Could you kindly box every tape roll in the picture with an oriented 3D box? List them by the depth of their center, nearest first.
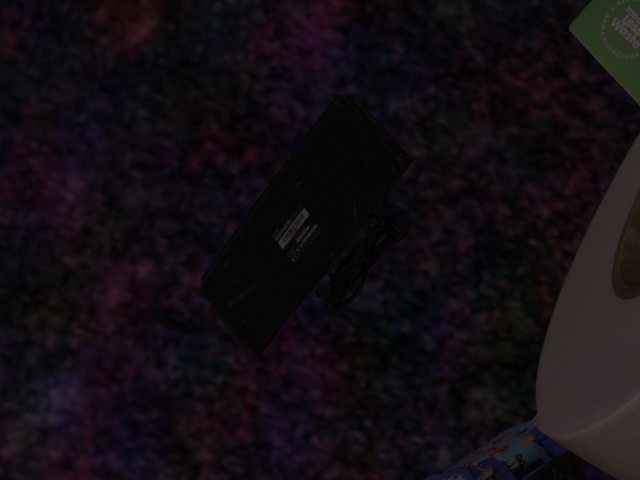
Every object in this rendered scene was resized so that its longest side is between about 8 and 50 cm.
[{"bbox_3d":[0.252,-0.038,1.056,0.392,0.072,0.392,-58,6,9],"label":"tape roll"}]

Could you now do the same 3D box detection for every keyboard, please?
[{"bbox_3d":[0.000,0.000,1.227,0.100,0.038,0.192,52,125,22],"label":"keyboard"}]

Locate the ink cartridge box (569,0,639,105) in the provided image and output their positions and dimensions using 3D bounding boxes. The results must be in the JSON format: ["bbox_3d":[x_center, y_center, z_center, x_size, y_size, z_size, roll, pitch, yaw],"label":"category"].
[{"bbox_3d":[0.376,-0.206,1.316,0.353,0.119,0.207,-48,62,18],"label":"ink cartridge box"}]

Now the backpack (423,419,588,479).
[{"bbox_3d":[0.130,0.236,1.493,0.117,0.173,0.158,59,168,3],"label":"backpack"}]
